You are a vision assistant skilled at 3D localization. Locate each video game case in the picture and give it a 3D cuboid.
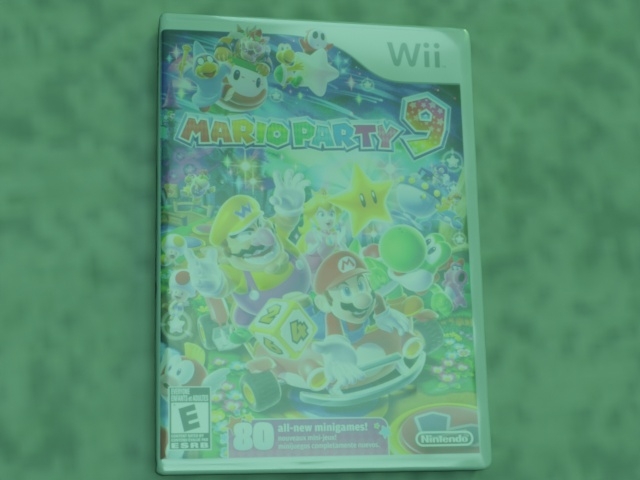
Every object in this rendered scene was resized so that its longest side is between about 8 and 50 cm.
[{"bbox_3d":[0.000,0.000,0.332,0.087,0.011,0.122,1,77,-10],"label":"video game case"}]
